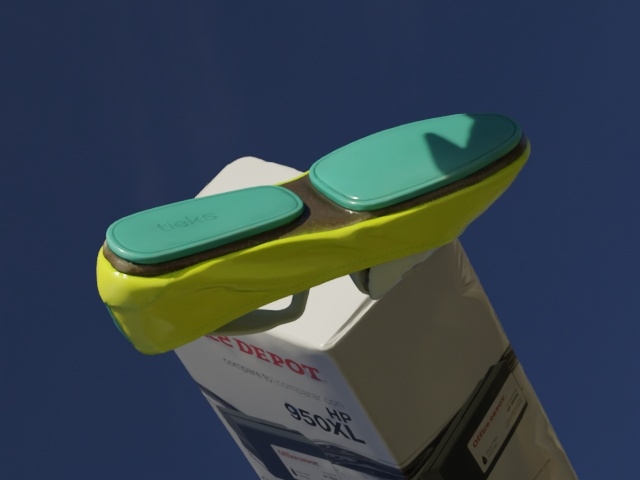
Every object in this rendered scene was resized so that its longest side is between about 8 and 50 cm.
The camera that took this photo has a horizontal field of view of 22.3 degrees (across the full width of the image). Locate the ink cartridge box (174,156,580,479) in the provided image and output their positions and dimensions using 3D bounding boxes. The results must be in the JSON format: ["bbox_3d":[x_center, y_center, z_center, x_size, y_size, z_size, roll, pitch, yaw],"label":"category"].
[{"bbox_3d":[0.039,0.139,1.477,0.166,0.285,0.395,-47,-52,-23],"label":"ink cartridge box"}]

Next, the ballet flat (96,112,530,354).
[{"bbox_3d":[0.000,0.000,0.814,0.231,0.077,0.077,-18,-58,-18],"label":"ballet flat"}]
